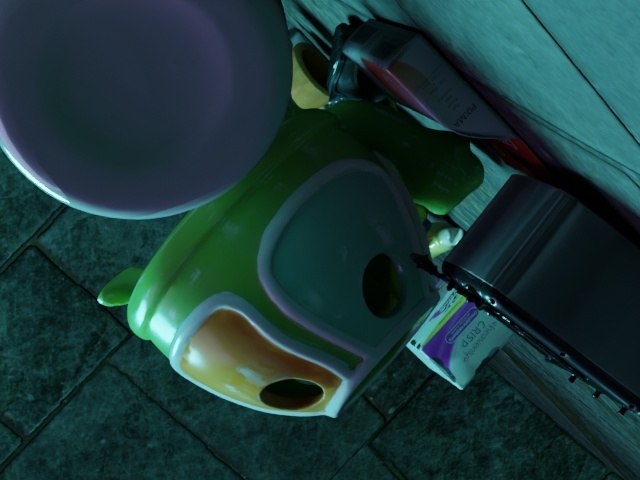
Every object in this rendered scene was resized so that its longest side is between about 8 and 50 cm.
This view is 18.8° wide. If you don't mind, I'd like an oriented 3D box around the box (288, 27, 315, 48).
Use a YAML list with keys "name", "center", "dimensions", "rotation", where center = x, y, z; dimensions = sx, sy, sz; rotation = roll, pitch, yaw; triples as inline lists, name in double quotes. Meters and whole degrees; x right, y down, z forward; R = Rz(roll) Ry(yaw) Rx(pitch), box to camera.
- name: "box"
  center: [-0.016, -0.118, 2.126]
  dimensions: [0.186, 0.145, 0.038]
  rotation: [44, 180, -20]

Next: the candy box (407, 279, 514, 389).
- name: "candy box"
  center: [0.172, 0.079, 2.221]
  dimensions: [0.071, 0.159, 0.233]
  rotation: [43, 177, -6]

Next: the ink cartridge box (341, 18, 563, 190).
- name: "ink cartridge box"
  center: [0.104, -0.099, 1.567]
  dimensions: [0.179, 0.045, 0.145]
  rotation: [47, 178, -18]

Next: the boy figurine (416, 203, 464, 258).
- name: "boy figurine"
  center: [0.097, -0.024, 2.459]
  dimensions: [0.177, 0.092, 0.285]
  rotation: [14, 176, 7]

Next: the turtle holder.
- name: "turtle holder"
  center: [-0.012, 0.015, 1.670]
  dimensions: [0.227, 0.243, 0.320]
  rotation: [40, -150, 9]

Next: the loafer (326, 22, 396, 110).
- name: "loafer"
  center: [0.039, -0.152, 1.754]
  dimensions: [0.061, 0.062, 0.170]
  rotation: [9, 168, 5]

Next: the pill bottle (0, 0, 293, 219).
- name: "pill bottle"
  center: [-0.148, -0.190, 1.552]
  dimensions: [0.229, 0.229, 0.408]
  rotation: [45, -168, -20]

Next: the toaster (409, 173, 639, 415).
- name: "toaster"
  center: [0.188, 0.036, 1.523]
  dimensions: [0.185, 0.110, 0.168]
  rotation: [37, 179, -12]

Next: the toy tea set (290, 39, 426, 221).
- name: "toy tea set"
  center: [0.002, -0.157, 1.980]
  dimensions: [0.336, 0.124, 0.200]
  rotation: [41, -151, -21]
